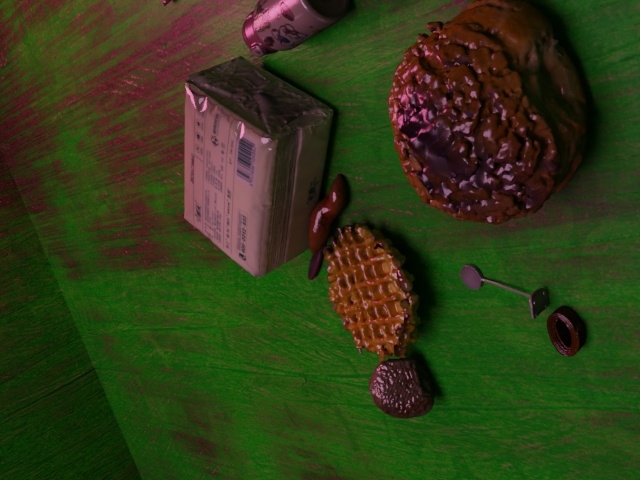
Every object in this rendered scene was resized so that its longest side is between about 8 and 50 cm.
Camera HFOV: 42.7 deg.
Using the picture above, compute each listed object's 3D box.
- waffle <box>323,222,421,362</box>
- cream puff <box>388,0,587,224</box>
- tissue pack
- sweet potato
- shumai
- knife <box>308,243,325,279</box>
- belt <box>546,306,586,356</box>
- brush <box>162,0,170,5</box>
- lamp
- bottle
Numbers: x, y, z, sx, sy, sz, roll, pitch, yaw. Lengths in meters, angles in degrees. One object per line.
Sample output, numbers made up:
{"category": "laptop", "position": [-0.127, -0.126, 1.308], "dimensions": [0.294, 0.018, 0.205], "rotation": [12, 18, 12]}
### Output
{"category": "waffle", "position": [0.111, 0.111, 1.718], "dimensions": [0.329, 0.062, 0.329], "rotation": [32, 130, 49]}
{"category": "cream puff", "position": [0.241, -0.188, 1.255], "dimensions": [0.327, 0.231, 0.343], "rotation": [35, 136, 38]}
{"category": "tissue pack", "position": [-0.150, -0.160, 1.777], "dimensions": [0.297, 0.207, 0.381], "rotation": [38, 138, 27]}
{"category": "sweet potato", "position": [0.009, -0.052, 1.762], "dimensions": [0.055, 0.058, 0.202], "rotation": [-103, 30, -48]}
{"category": "shumai", "position": [0.174, 0.312, 1.778], "dimensions": [0.146, 0.145, 0.116], "rotation": [62, -173, 0]}
{"category": "knife", "position": [0.000, 0.000, 1.861], "dimensions": [0.035, 0.018, 0.247], "rotation": [44, 138, 29]}
{"category": "belt", "position": [0.426, 0.156, 1.411], "dimensions": [0.059, 0.036, 0.083], "rotation": [-12, 103, 47]}
{"category": "brush", "position": [-0.298, -0.590, 1.810], "dimensions": [0.071, 0.084, 0.301], "rotation": [34, 156, -16]}
{"category": "lamp", "position": [0.323, 0.090, 1.487], "dimensions": [0.198, 0.056, 0.050], "rotation": [18, 128, 49]}
{"category": "bottle", "position": [-0.061, -0.430, 1.569], "dimensions": [0.253, 0.120, 0.121], "rotation": [-16, 99, 54]}
